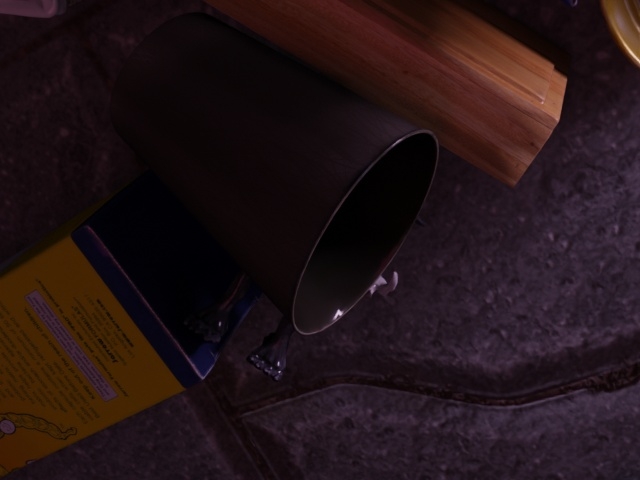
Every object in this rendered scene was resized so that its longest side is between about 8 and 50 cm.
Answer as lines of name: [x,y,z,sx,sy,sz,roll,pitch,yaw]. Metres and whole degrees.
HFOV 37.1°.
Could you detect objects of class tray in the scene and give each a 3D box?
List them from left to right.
tray: [0.017,-0.215,0.814,0.411,0.203,0.076,31,120,1]

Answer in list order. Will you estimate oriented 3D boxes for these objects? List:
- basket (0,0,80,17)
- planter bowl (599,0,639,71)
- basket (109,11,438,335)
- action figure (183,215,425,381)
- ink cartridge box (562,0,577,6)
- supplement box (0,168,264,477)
basket: [-0.285,-0.311,0.921,0.113,0.103,0.167,9,117,14]
planter bowl: [0.338,-0.228,0.771,0.217,0.090,0.217,7,117,15]
basket: [-0.046,-0.067,0.758,0.227,0.154,0.204,39,138,21]
action figure: [0.000,0.000,0.911,0.164,0.141,0.276,35,90,-9]
ink cartridge box: [0.226,-0.348,0.591,0.151,0.270,0.395,28,108,-16]
supplement box: [-0.276,0.095,1.061,0.356,0.194,0.195,-28,104,27]
